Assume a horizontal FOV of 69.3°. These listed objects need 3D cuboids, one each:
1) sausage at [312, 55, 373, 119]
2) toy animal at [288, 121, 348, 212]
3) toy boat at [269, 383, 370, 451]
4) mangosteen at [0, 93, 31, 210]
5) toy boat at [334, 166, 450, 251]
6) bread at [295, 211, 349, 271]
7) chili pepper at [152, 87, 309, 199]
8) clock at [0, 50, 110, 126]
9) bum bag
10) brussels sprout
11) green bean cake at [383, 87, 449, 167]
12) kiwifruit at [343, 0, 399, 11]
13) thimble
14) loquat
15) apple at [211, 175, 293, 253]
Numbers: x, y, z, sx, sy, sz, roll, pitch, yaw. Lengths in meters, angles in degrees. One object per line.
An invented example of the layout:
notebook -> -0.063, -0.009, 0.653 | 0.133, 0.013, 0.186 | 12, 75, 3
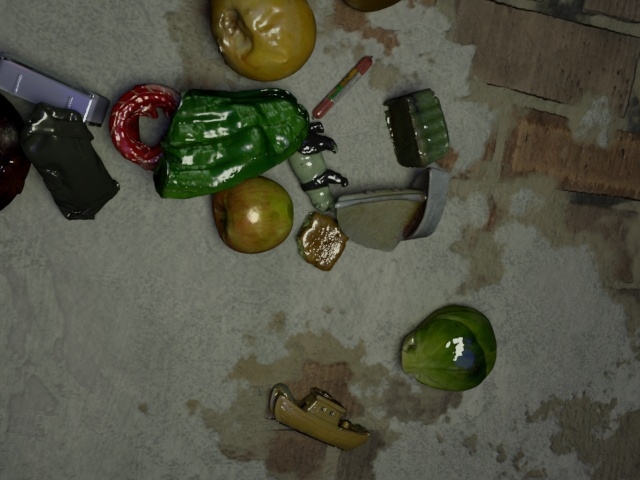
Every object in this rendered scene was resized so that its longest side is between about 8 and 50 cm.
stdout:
sausage -> 0.057, -0.388, 1.175 | 0.029, 0.029, 0.223 | 44, 89, -17
toy animal -> -0.007, -0.178, 1.170 | 0.121, 0.094, 0.225 | -24, 106, -6
toy boat -> 0.005, 0.496, 1.316 | 0.321, 0.089, 0.121 | 30, 82, -17
mangosteen -> -0.758, -0.186, 0.894 | 0.347, 0.307, 0.307 | 20, 96, -8
toy boat -> 0.184, -0.067, 1.198 | 0.293, 0.111, 0.276 | -14, 144, -1
bread -> 0.000, 0.000, 1.221 | 0.128, 0.069, 0.140 | 27, 93, -16
chili pepper -> -0.205, -0.219, 1.021 | 0.385, 0.167, 0.213 | -29, 83, -34
clock -> -0.567, -0.316, 0.987 | 0.193, 0.144, 0.073 | 23, 95, -17
bum bag -> -0.530, -0.163, 0.993 | 0.142, 0.326, 0.080 | -27, 63, -23
brussels sprout -> 0.359, 0.310, 1.304 | 0.271, 0.210, 0.219 | -14, 100, 6
green bean cake -> 0.244, -0.281, 1.166 | 0.094, 0.173, 0.181 | -20, 103, -7
kiwifruit -> 0.132, -0.636, 1.057 | 0.234, 0.196, 0.196 | -25, 106, -9
thimble -> -0.380, -0.262, 1.052 | 0.163, 0.125, 0.190 | 32, 93, -14
loquat -> -0.121, -0.469, 1.019 | 0.243, 0.244, 0.244 | -3, 102, -12
apple -> -0.159, -0.066, 1.108 | 0.196, 0.196, 0.196 | -3, 102, -12
